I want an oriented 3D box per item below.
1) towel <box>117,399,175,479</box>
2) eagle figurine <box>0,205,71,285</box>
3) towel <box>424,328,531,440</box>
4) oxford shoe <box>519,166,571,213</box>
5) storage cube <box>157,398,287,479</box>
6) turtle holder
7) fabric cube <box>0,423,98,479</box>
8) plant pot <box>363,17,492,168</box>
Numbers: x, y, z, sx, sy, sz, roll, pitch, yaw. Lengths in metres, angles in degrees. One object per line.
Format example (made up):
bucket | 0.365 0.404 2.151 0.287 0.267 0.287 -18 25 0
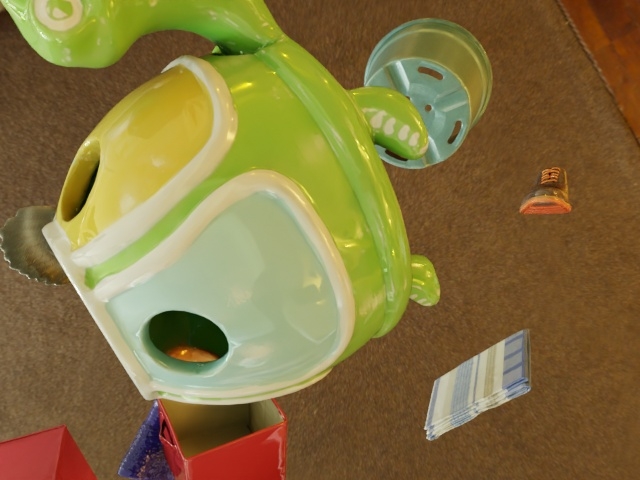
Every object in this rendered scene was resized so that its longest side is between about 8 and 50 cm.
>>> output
towel | -0.287 0.365 1.250 0.076 0.227 0.308 21 76 16
eagle figurine | -0.292 -0.042 0.880 0.298 0.226 0.225 -21 63 30
towel | 0.360 0.328 1.329 0.034 0.209 0.285 46 120 -7
oxford shoe | 0.464 -0.104 1.204 0.097 0.271 0.098 0 93 22
storage cube | -0.186 0.372 1.085 0.215 0.184 0.193 -14 124 -25
turtle holder | -0.066 -0.024 0.410 0.228 0.320 0.243 -31 58 -20
fabric cube | -0.636 0.598 1.242 0.254 0.259 0.258 -14 124 -6
plant pot | 0.244 -0.347 1.424 0.341 0.334 0.341 6 117 13
